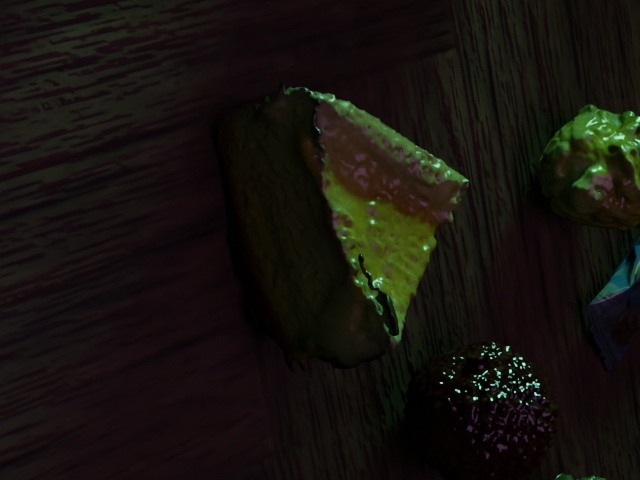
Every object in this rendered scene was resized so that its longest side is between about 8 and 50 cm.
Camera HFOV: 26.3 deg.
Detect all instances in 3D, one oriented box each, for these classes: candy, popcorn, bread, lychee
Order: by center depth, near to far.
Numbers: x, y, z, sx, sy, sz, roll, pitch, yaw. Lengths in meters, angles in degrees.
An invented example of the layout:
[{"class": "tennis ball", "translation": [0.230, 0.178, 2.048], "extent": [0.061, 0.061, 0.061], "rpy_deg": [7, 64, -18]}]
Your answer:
[{"class": "bread", "translation": [0.000, 0.000, 0.929], "extent": [0.169, 0.140, 0.160], "rpy_deg": [30, 63, -33]}, {"class": "lychee", "translation": [0.127, 0.137, 1.060], "extent": [0.123, 0.123, 0.129], "rpy_deg": [-52, 128, -24]}, {"class": "popcorn", "translation": [0.243, -0.062, 1.148], "extent": [0.121, 0.116, 0.106], "rpy_deg": [9, 77, 2]}, {"class": "candy", "translation": [0.284, 0.044, 1.239], "extent": [0.136, 0.038, 0.088], "rpy_deg": [-49, 136, -17]}]

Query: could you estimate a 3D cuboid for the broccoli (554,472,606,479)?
[{"class": "broccoli", "translation": [0.190, 0.310, 1.084], "extent": [0.254, 0.186, 0.302], "rpy_deg": [-37, 123, -21]}]
